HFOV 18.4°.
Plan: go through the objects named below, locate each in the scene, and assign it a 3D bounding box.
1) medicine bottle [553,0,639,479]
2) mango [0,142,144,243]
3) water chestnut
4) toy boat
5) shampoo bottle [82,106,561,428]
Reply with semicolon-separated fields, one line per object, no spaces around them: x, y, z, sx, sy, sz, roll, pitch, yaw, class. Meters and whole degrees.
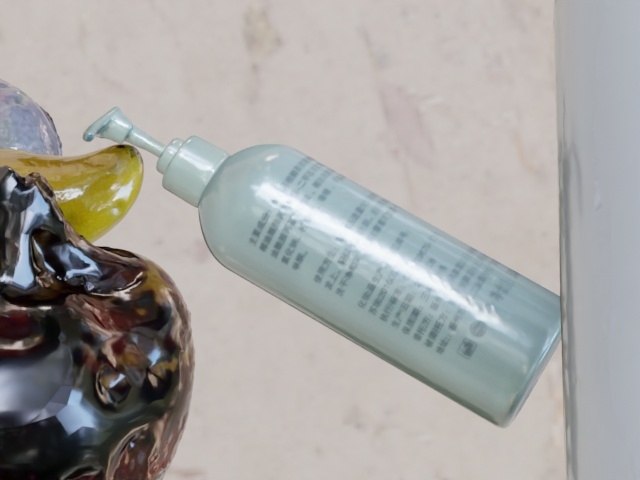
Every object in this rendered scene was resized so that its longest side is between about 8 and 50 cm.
0.131;-0.035;0.520;0.144;0.144;0.252;5;80;-51;medicine bottle
-0.225;-0.026;1.509;0.075;0.190;0.098;56;30;-62;mango
-0.221;0.096;1.367;0.289;0.244;0.289;9;64;-19;water chestnut
-0.318;-0.074;1.736;0.085;0.227;0.155;22;91;-43;toy boat
0.000;0.000;0.753;0.195;0.056;0.056;31;44;10;shampoo bottle
